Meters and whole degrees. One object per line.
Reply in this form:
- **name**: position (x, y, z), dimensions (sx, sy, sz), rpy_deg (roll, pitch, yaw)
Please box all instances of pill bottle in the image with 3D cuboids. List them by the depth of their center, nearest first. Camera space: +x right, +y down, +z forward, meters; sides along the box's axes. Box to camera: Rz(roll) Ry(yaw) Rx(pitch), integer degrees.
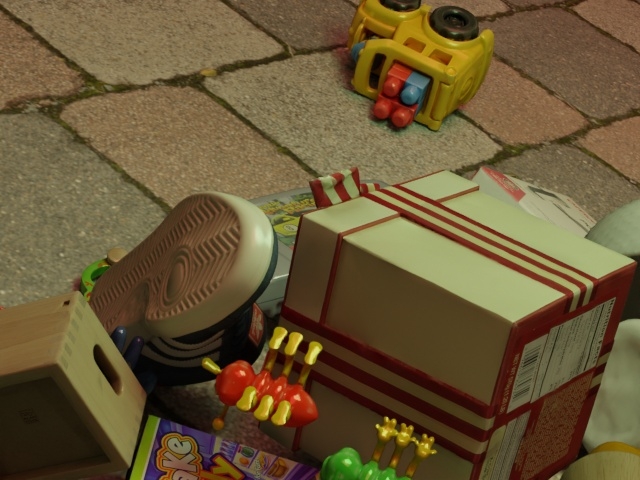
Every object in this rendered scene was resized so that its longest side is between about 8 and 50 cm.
- **pill bottle**: position (0.425, 0.192, 1.484), dimensions (0.278, 0.162, 0.162), rpy_deg (18, 29, -27)

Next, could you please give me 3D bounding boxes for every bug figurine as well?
- **bug figurine**: position (-0.038, 0.210, 1.060), dimensions (0.216, 0.072, 0.279), rpy_deg (24, 51, 7)

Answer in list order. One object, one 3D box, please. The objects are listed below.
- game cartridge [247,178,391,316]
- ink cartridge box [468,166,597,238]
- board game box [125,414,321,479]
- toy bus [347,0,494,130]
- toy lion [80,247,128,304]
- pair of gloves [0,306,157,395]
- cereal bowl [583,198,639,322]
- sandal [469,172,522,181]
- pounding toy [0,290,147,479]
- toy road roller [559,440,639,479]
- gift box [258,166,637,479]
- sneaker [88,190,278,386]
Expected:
- **game cartridge**: position (0.000, 0.000, 1.554), dimensions (0.294, 0.060, 0.196), rpy_deg (-14, 26, -31)
- **ink cartridge box**: position (0.281, 0.004, 1.711), dimensions (0.218, 0.092, 0.158), rpy_deg (16, 26, -49)
- **board game box**: position (-0.067, 0.307, 1.079), dimensions (0.233, 0.078, 0.347), rpy_deg (18, 31, -7)
- **toy bus**: position (0.119, -0.261, 2.052), dimensions (0.220, 0.149, 0.211), rpy_deg (28, 47, 13)
- **toy lion**: position (-0.213, 0.060, 1.425), dimensions (0.100, 0.034, 0.096), rpy_deg (37, 41, 23)
- **pair of gloves**: position (-0.245, 0.120, 1.183), dimensions (0.198, 0.159, 0.023), rpy_deg (14, 41, -20)
- **cereal bowl**: position (0.454, 0.046, 1.558), dimensions (0.339, 0.339, 0.141), rpy_deg (21, 64, -2)
- **sandal**: position (0.170, -0.060, 1.766), dimensions (0.180, 0.072, 0.049), rpy_deg (-14, 54, 0)
- **pounding toy**: position (-0.254, 0.149, 1.125), dimensions (0.206, 0.181, 0.094), rpy_deg (-14, 38, 16)
- **toy road roller**: position (0.399, 0.274, 1.271), dimensions (0.330, 0.240, 0.202), rpy_deg (22, 30, 0)
- **gift box**: position (0.090, 0.082, 1.220), dimensions (0.258, 0.255, 0.276), rpy_deg (27, 23, 32)
- **sneaker**: position (-0.095, 0.057, 1.243), dimensions (0.148, 0.350, 0.131), rpy_deg (21, 68, -23)
